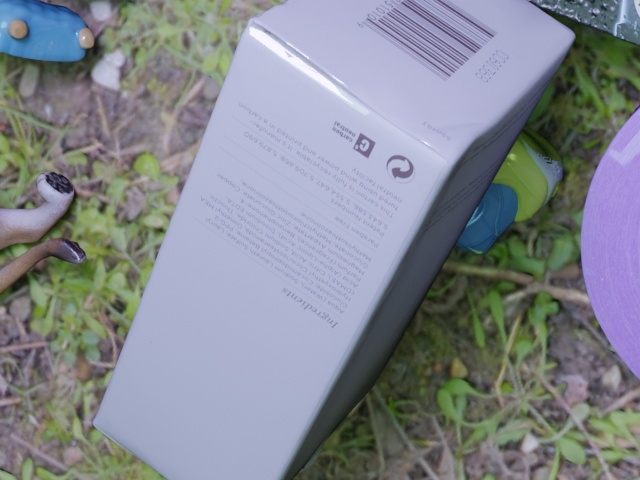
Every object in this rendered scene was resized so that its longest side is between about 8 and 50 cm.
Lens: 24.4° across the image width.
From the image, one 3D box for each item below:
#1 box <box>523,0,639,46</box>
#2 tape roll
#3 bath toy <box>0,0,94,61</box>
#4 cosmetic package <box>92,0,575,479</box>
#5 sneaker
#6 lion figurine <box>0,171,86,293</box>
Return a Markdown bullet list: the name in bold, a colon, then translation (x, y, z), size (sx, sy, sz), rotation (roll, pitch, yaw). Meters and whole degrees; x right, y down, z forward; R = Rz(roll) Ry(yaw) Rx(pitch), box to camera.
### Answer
- **box**: translation (0.187, -0.195, 1.043), size (0.180, 0.147, 0.077), rotation (24, 104, 12)
- **tape roll**: translation (0.327, -0.003, 1.046), size (0.275, 0.090, 0.275), rotation (5, 105, 18)
- **bath toy**: translation (-0.201, -0.323, 1.165), size (0.129, 0.151, 0.348), rotation (40, 111, 46)
- **cosmetic package**: translation (0.000, 0.000, 1.028), size (0.156, 0.217, 0.385), rotation (36, 129, 9)
- **sneaker**: translation (0.060, -0.078, 1.130), size (0.240, 0.091, 0.126), rotation (37, 107, 8)
- **lion figurine**: translation (-0.402, -0.033, 1.259), size (0.392, 0.142, 0.240), rotation (40, 114, 4)
